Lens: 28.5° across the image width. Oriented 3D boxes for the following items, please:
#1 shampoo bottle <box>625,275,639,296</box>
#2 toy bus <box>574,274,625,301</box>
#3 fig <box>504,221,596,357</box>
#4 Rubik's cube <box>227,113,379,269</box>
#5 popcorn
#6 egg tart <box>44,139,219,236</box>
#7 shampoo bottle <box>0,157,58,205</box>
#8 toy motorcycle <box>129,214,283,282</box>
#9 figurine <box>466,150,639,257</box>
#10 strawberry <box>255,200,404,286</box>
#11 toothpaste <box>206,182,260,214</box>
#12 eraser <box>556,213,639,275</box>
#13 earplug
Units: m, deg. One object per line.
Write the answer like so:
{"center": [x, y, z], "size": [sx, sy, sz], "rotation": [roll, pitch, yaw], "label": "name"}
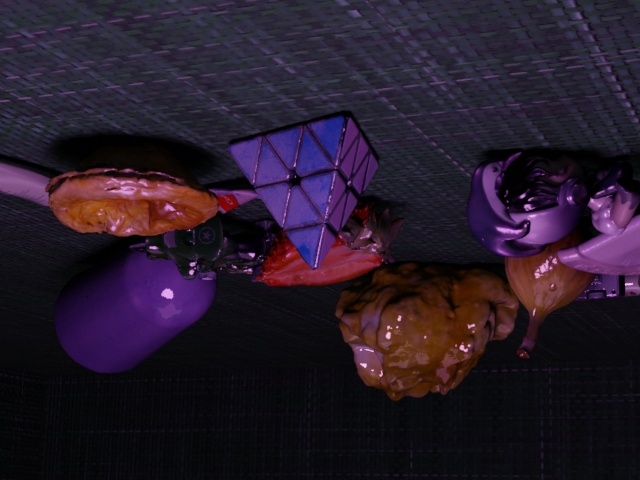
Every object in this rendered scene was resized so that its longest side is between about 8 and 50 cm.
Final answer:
{"center": [0.554, 0.088, 2.456], "size": [0.152, 0.045, 0.077], "rotation": [-4, 167, 25], "label": "shampoo bottle"}
{"center": [0.466, 0.076, 2.322], "size": [0.178, 0.087, 0.098], "rotation": [-7, 171, 24], "label": "toy bus"}
{"center": [0.347, 0.063, 2.036], "size": [0.143, 0.231, 0.160], "rotation": [44, 169, -2], "label": "fig"}
{"center": [-0.002, -0.057, 1.594], "size": [0.211, 0.178, 0.190], "rotation": [3, 164, -13], "label": "Rubik's cube"}
{"center": [0.195, 0.161, 2.434], "size": [0.292, 0.293, 0.334], "rotation": [-41, -175, -20], "label": "popcorn"}
{"center": [-0.254, -0.072, 1.711], "size": [0.241, 0.106, 0.241], "rotation": [0, 165, 0], "label": "egg tart"}
{"center": [-0.456, -0.091, 1.769], "size": [0.072, 0.049, 0.212], "rotation": [-5, 166, 44], "label": "shampoo bottle"}
{"center": [-0.157, 0.010, 2.037], "size": [0.275, 0.124, 0.187], "rotation": [5, 169, -33], "label": "toy motorcycle"}
{"center": [0.305, -0.049, 1.687], "size": [0.222, 0.145, 0.145], "rotation": [1, 167, -4], "label": "figurine"}
{"center": [0.008, 0.006, 1.969], "size": [0.174, 0.098, 0.228], "rotation": [15, 149, -33], "label": "strawberry"}
{"center": [-0.083, -0.071, 1.823], "size": [0.075, 0.048, 0.301], "rotation": [-3, 178, -41], "label": "toothpaste"}
{"center": [0.498, 0.012, 1.939], "size": [0.204, 0.059, 0.243], "rotation": [-31, 151, 21], "label": "eraser"}
{"center": [-0.323, 0.104, 2.297], "size": [0.215, 0.215, 0.456], "rotation": [8, 163, -26], "label": "earplug"}
